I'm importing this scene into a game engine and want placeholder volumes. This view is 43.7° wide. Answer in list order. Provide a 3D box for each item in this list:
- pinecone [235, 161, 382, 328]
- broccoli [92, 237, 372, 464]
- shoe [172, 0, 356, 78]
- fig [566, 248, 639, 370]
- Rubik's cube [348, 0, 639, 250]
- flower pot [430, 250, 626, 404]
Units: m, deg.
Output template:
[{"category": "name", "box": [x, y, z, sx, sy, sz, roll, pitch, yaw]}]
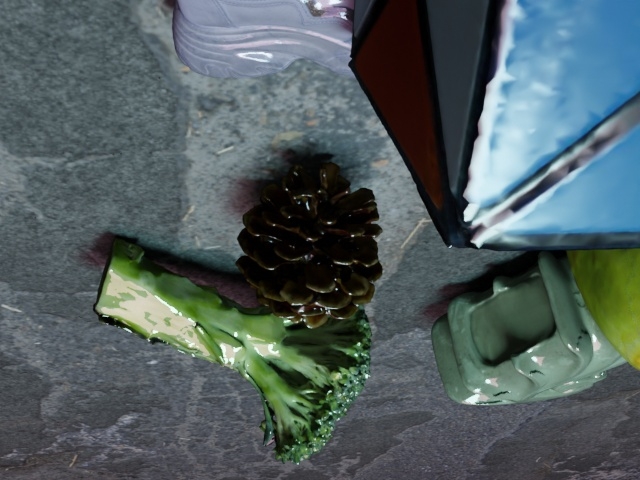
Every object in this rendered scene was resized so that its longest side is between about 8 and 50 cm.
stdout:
[{"category": "pinecone", "box": [-0.006, -0.004, 0.839, 0.163, 0.162, 0.165, 2, 138, -13]}, {"category": "broccoli", "box": [-0.108, 0.103, 1.026, 0.361, 0.252, 0.221, 41, 132, -7]}, {"category": "shoe", "box": [0.006, -0.187, 0.573, 0.245, 0.095, 0.137, 0, 153, 3]}, {"category": "fig", "box": [0.331, -0.027, 0.683, 0.258, 0.326, 0.258, 15, 142, 12]}, {"category": "Rubik's cube", "box": [0.163, -0.158, 0.421, 0.249, 0.250, 0.246, -3, 125, -10]}, {"category": "flower pot", "box": [0.345, 0.109, 1.084, 0.254, 0.164, 0.367, 9, 149, -34]}]
